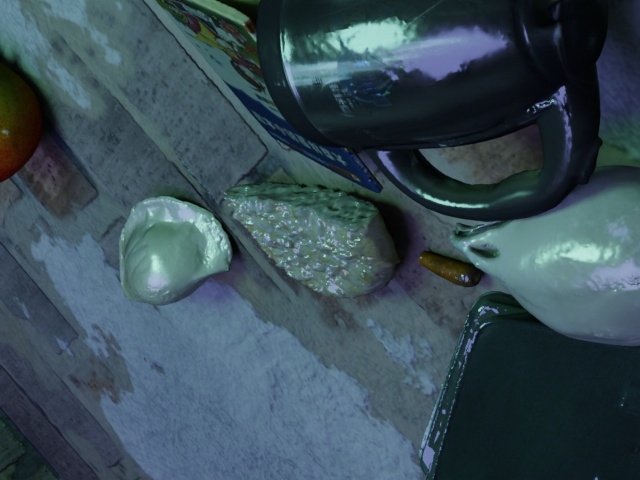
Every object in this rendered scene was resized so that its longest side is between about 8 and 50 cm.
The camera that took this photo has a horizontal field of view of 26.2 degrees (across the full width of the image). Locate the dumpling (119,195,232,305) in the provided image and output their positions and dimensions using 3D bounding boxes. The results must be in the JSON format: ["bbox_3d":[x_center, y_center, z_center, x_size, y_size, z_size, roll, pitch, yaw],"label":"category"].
[{"bbox_3d":[-0.246,0.015,2.142,0.216,0.126,0.166,-20,92,60],"label":"dumpling"}]

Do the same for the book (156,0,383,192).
[{"bbox_3d":[-0.069,-0.185,1.631,0.228,0.018,0.322,32,168,46],"label":"book"}]

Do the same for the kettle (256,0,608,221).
[{"bbox_3d":[0.136,-0.167,1.341,0.324,0.228,0.321,1,110,46],"label":"kettle"}]

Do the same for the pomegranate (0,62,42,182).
[{"bbox_3d":[-0.568,-0.206,2.223,0.221,0.221,0.256,29,136,30],"label":"pomegranate"}]

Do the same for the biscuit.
[{"bbox_3d":[0.000,0.000,1.848,0.281,0.084,0.179,17,141,44],"label":"biscuit"}]

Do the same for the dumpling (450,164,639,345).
[{"bbox_3d":[0.324,0.028,1.405,0.341,0.181,0.260,-24,145,33],"label":"dumpling"}]

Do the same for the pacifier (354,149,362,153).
[{"bbox_3d":[0.056,-0.132,1.646,0.083,0.064,0.068,28,150,31],"label":"pacifier"}]

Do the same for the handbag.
[{"bbox_3d":[0.259,0.202,1.520,0.260,0.079,0.247,14,106,-6],"label":"handbag"}]

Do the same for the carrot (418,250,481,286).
[{"bbox_3d":[0.163,0.036,1.730,0.093,0.032,0.032,22,140,42],"label":"carrot"}]

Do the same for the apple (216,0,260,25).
[{"bbox_3d":[-0.058,-0.285,1.573,0.193,0.120,0.265,43,168,-12],"label":"apple"}]
